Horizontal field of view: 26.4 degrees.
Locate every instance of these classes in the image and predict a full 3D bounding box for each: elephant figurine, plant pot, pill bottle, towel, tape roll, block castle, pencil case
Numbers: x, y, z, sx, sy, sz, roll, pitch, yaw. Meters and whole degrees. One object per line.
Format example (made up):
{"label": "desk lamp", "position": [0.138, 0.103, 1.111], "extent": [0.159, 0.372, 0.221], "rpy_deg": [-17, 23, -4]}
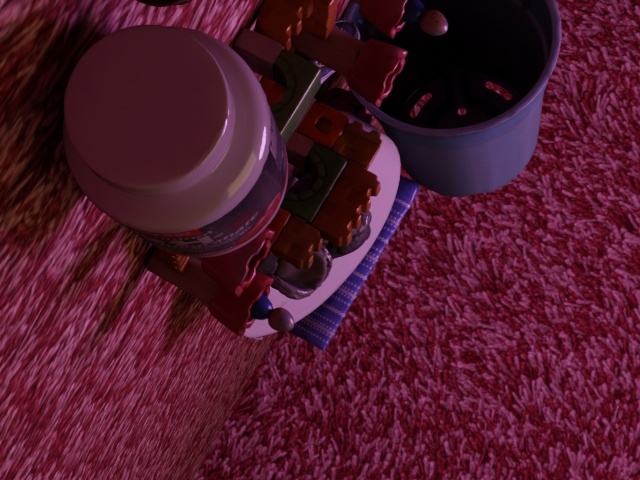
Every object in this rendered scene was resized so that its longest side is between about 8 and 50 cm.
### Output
{"label": "elephant figurine", "position": [-0.056, -0.003, 1.912], "extent": [0.239, 0.186, 0.169], "rpy_deg": [-37, -169, -5]}
{"label": "plant pot", "position": [0.223, -0.250, 2.227], "extent": [0.341, 0.341, 0.334], "rpy_deg": [-60, 160, -14]}
{"label": "pill bottle", "position": [-0.126, -0.086, 1.202], "extent": [0.176, 0.176, 0.318], "rpy_deg": [-61, 174, -4]}
{"label": "towel", "position": [0.000, 0.000, 2.365], "extent": [0.336, 0.243, 0.040], "rpy_deg": [-59, 149, -8]}
{"label": "tape roll", "position": [-0.030, -0.021, 2.138], "extent": [0.392, 0.072, 0.392], "rpy_deg": [-38, 152, -25]}
{"label": "block castle", "position": [-0.029, -0.116, 1.691], "extent": [0.453, 0.213, 0.303], "rpy_deg": [-60, 174, -16]}
{"label": "pencil case", "position": [0.005, -0.173, 2.244], "extent": [0.209, 0.098, 0.095], "rpy_deg": [-53, 170, -47]}

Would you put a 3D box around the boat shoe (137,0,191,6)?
{"label": "boat shoe", "position": [-0.064, -0.322, 1.048], "extent": [0.307, 0.111, 0.104], "rpy_deg": [-53, 180, 16]}

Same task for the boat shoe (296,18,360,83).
{"label": "boat shoe", "position": [0.018, -0.289, 1.969], "extent": [0.183, 0.065, 0.083], "rpy_deg": [-53, 171, -46]}
